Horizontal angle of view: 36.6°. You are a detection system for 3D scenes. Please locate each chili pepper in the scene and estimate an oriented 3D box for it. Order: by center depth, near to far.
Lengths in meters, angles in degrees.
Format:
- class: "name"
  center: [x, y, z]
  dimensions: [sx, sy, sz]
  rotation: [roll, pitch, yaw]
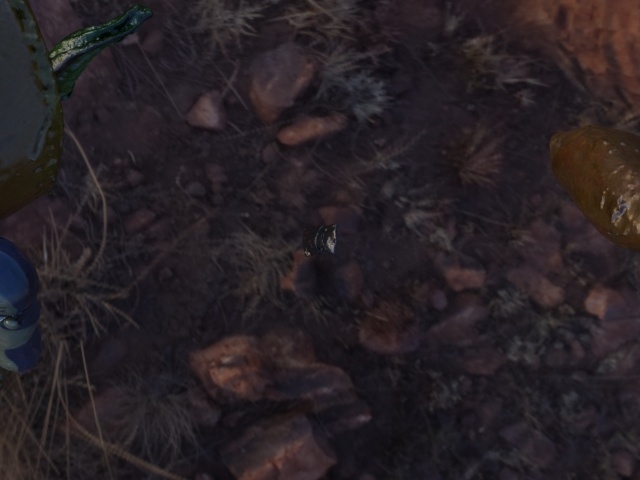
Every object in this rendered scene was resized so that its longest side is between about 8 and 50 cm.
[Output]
- class: "chili pepper"
  center: [-0.388, -0.290, 1.553]
  dimensions: [0.279, 0.122, 0.065]
  rotation: [-32, 76, 33]

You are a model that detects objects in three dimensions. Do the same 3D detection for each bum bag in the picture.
- class: "bum bag"
  center: [-0.001, 0.000, 1.777]
  dimensions: [0.034, 0.124, 0.057]
  rotation: [2, 83, -27]

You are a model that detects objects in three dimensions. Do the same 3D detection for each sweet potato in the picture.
- class: "sweet potato"
  center: [0.202, -0.016, 0.548]
  dimensions: [0.051, 0.218, 0.065]
  rotation: [34, 93, -41]

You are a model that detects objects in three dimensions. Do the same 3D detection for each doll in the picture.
- class: "doll"
  center: [-0.141, 0.033, 0.428]
  dimensions: [0.037, 0.125, 0.027]
  rotation: [31, 59, 3]

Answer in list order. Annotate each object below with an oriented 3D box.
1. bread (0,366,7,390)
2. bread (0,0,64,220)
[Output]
- class: "bread"
  center: [-0.268, 0.093, 0.678]
  dimensions: [0.060, 0.113, 0.082]
  rotation: [-15, 109, 23]
- class: "bread"
  center: [-0.240, -0.116, 0.598]
  dimensions: [0.070, 0.236, 0.236]
  rotation: [-27, 114, -32]
